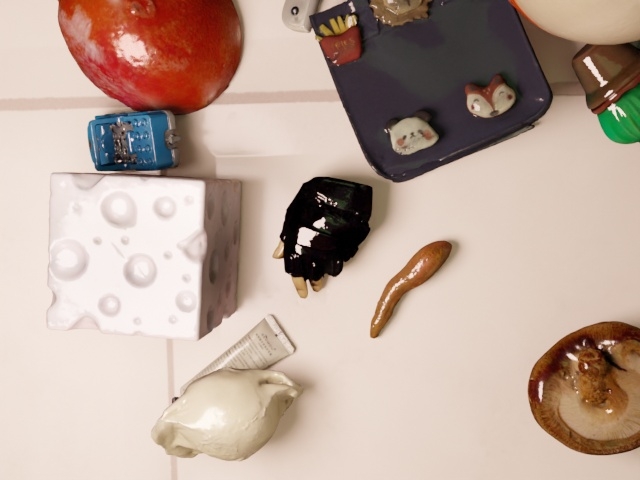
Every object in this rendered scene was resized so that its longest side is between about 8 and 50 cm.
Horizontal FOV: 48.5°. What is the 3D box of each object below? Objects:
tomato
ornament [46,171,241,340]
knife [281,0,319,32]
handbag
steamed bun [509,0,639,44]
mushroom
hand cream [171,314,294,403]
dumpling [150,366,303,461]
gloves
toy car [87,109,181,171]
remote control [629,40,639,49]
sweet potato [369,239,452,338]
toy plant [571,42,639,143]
[{"bbox_3d":[-0.288,-0.342,1.149,0.309,0.170,0.309,1,95,6],"label":"tomato"},{"bbox_3d":[-0.273,0.014,1.147,0.239,0.240,0.239,4,95,6],"label":"ornament"},{"bbox_3d":[-0.014,-0.479,1.173,0.073,0.040,0.266,15,97,16],"label":"knife"},{"bbox_3d":[0.171,-0.286,1.130,0.303,0.122,0.329,-22,91,9],"label":"handbag"},{"bbox_3d":[0.364,-0.433,0.993,0.374,0.374,0.241,54,136,0],"label":"steamed bun"},{"bbox_3d":[0.452,0.234,1.146,0.231,0.138,0.194,-30,105,19],"label":"mushroom"},{"bbox_3d":[-0.160,0.228,1.255,0.234,0.050,0.080,-35,90,4],"label":"hand cream"},{"bbox_3d":[-0.149,0.299,1.192,0.258,0.193,0.147,-20,54,-11],"label":"dumpling"},{"bbox_3d":[0.000,0.000,1.184,0.164,0.124,0.203,12,89,24],"label":"gloves"},{"bbox_3d":[-0.324,-0.162,1.175,0.191,0.100,0.097,3,104,35],"label":"toy car"},{"bbox_3d":[0.581,-0.310,1.121,0.250,0.034,0.103,25,98,3],"label":"remote control"},{"bbox_3d":[0.141,0.080,1.204,0.050,0.050,0.214,41,102,2],"label":"sweet potato"},{"bbox_3d":[0.485,-0.232,1.106,0.143,0.105,0.200,-42,99,15],"label":"toy plant"}]
